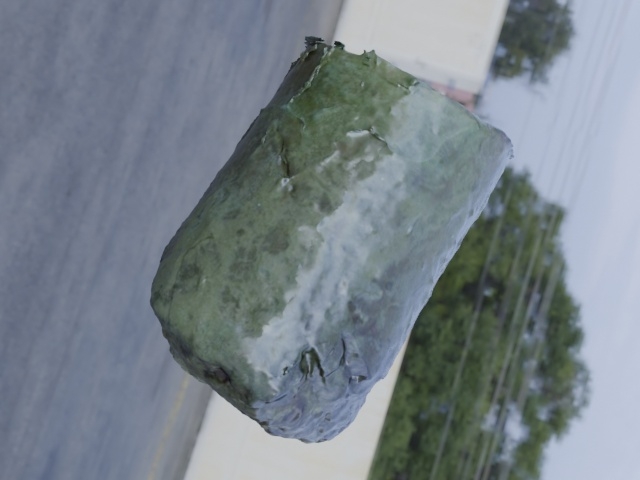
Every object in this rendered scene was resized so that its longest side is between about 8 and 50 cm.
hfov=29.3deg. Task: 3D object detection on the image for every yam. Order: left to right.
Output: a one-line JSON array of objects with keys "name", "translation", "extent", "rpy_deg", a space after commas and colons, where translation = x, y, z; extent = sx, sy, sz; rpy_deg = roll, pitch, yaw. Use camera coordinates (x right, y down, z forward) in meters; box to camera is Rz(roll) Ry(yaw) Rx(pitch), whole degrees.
[{"name": "yam", "translation": [0.000, 0.000, 0.945], "extent": [0.300, 0.195, 0.195], "rpy_deg": [-59, 172, -13]}]
